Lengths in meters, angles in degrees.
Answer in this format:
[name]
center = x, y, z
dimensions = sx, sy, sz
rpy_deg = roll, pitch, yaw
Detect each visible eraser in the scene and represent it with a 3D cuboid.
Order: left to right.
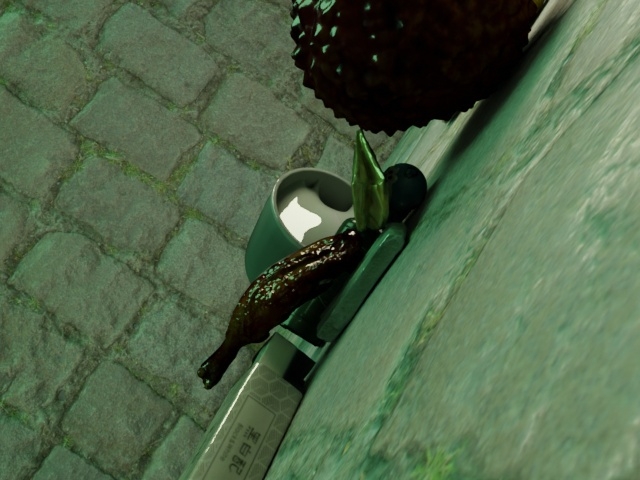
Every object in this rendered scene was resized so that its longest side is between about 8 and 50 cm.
[eraser]
center = -0.119, 0.303, 1.040
dimensions = 0.096, 0.098, 0.404
rpy_deg = -50, 6, 34

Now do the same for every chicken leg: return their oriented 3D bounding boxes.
[chicken leg]
center = -0.088, 0.116, 1.221
dimensions = 0.407, 0.096, 0.158
rpy_deg = -43, -18, 11

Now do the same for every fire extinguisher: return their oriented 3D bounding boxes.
[fire extinguisher]
center = 0.045, 0.055, 1.351
dimensions = 0.095, 0.114, 0.311
rpy_deg = 22, 76, 47

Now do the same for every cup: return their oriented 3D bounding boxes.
[cup]
center = 0.000, 0.000, 1.697
dimensions = 0.356, 0.259, 0.274
rpy_deg = -17, -25, -37

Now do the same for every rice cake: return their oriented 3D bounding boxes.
[rice cake]
center = 0.069, 0.067, 1.171
dimensions = 0.226, 0.040, 0.085
rpy_deg = -55, 3, 17

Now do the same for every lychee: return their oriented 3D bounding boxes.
[lychee]
center = 0.177, -0.412, 1.235
dimensions = 0.500, 0.425, 0.424
rpy_deg = -41, 0, -4

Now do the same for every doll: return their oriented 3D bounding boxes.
[doll]
center = 0.144, -0.084, 1.276
dimensions = 0.152, 0.085, 0.114
rpy_deg = 106, 172, -62

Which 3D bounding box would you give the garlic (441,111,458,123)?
[garlic]
center = 0.317, -0.397, 1.712
dimensions = 0.142, 0.178, 0.229
rpy_deg = -25, 28, 12

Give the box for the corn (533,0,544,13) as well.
[corn]
center = 0.377, -0.446, 1.422
dimensions = 0.262, 0.097, 0.097
rpy_deg = -52, 1, -2

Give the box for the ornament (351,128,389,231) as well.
[ornament]
center = 0.077, -0.105, 1.229
dimensions = 0.201, 0.059, 0.180
rpy_deg = -130, 34, -89
